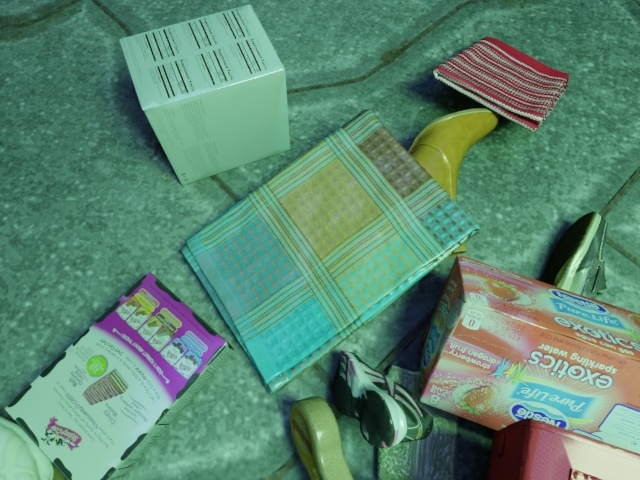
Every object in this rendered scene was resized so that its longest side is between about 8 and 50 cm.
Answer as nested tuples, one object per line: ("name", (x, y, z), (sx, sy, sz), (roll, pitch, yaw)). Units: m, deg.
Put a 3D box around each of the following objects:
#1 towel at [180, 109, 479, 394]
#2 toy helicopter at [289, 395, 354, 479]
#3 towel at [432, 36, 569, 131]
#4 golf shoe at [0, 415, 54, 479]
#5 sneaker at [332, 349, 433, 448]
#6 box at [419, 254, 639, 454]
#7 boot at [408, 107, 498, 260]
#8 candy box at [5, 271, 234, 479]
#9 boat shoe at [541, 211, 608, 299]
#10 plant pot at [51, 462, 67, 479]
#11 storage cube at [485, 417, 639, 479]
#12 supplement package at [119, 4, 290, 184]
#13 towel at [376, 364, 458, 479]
("towel", (0.000, 0.000, 0.612), (0.370, 0.040, 0.271), (-37, 71, 0))
("toy helicopter", (0.046, 0.326, 0.421), (0.140, 0.235, 0.355), (-9, 53, -25))
("towel", (0.337, -0.296, 0.755), (0.198, 0.031, 0.275), (35, 47, 14))
("golf shoe", (-0.350, 0.295, 0.436), (0.306, 0.140, 0.115), (40, 72, 17))
("sneaker", (0.072, 0.199, 0.521), (0.077, 0.178, 0.072), (14, 98, -20))
("box", (0.289, 0.153, 0.514), (0.299, 0.154, 0.142), (18, 23, 7))
("boot", (0.194, -0.078, 0.677), (0.295, 0.104, 0.211), (-21, 73, -5))
("candy box", (-0.254, 0.183, 0.558), (0.159, 0.071, 0.233), (37, 70, 14))
("boat shoe", (0.383, 0.062, 0.625), (0.073, 0.080, 0.224), (31, 74, 6))
("plant pot", (-0.409, 0.354, 0.500), (0.236, 0.032, 0.236), (1, 66, -2))
("storage cube", (0.238, 0.290, 0.359), (0.183, 0.215, 0.193), (14, 66, 18))
("supplement package", (-0.172, -0.227, 0.676), (0.203, 0.194, 0.149), (-21, 69, -11))
("towel", (0.131, 0.250, 0.559), (0.110, 0.027, 0.148), (10, 66, 4))
